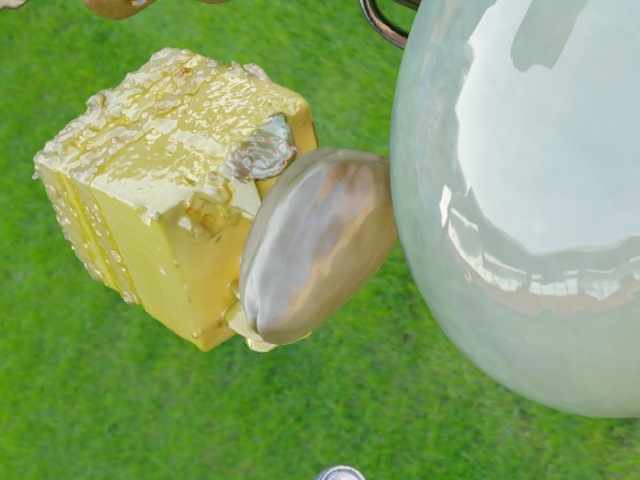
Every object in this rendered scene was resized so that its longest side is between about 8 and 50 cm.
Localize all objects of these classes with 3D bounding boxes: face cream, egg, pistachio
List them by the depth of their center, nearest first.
[{"bbox_3d":[0.171,-0.075,0.597,0.352,0.258,0.258,-56,47,25],"label":"egg"},{"bbox_3d":[0.000,0.000,1.043,0.108,0.126,0.185,26,64,32],"label":"pistachio"},{"bbox_3d":[0.009,0.342,1.716,0.283,0.073,0.073,118,155,-71],"label":"face cream"}]

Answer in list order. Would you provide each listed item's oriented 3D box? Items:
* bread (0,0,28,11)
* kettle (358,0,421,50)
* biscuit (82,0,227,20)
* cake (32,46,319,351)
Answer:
[{"bbox_3d":[-0.181,-0.159,0.418,0.110,0.210,0.192,-134,35,-64],"label":"bread"},{"bbox_3d":[0.138,-0.310,1.535,0.202,0.232,0.144,-59,12,24],"label":"kettle"},{"bbox_3d":[-0.098,-0.244,0.921,0.236,0.180,0.039,-27,41,23],"label":"biscuit"},{"bbox_3d":[-0.109,-0.035,1.366,0.286,0.227,0.222,23,55,36],"label":"cake"}]
